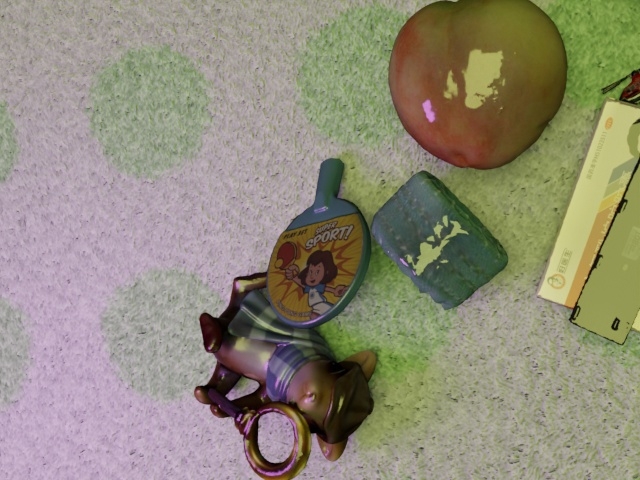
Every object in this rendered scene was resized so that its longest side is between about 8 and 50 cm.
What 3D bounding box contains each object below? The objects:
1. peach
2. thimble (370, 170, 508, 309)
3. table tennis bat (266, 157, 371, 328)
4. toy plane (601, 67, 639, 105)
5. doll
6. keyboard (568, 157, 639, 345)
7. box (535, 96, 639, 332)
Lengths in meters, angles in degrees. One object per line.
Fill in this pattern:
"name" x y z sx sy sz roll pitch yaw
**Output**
"peach" 0.253 -0.261 1.364 0.292 0.247 0.292 -3 67 6
"thimble" 0.195 -0.004 1.405 0.143 0.198 0.235 -43 51 13
"table tennis bat" 0.000 0.000 1.459 0.215 0.044 0.329 -14 55 36
"toy plane" 0.547 -0.269 1.391 0.145 0.037 0.060 -36 69 16
"doll" -0.073 0.229 1.462 0.340 0.209 0.318 30 80 22
"keyboard" 0.507 0.007 1.335 0.106 0.027 0.317 25 95 19
"box" 0.515 -0.037 1.379 0.214 0.069 0.353 20 92 16
